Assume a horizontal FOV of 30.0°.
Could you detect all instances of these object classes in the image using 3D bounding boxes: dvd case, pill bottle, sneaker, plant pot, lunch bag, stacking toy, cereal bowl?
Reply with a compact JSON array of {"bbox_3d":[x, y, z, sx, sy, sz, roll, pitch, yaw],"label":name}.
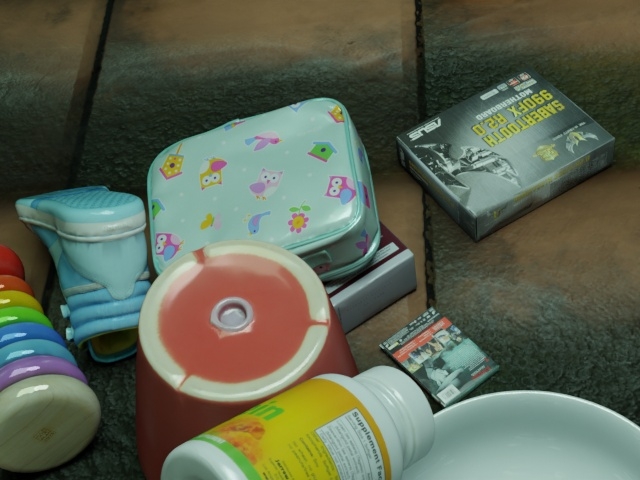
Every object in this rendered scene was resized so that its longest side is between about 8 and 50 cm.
[{"bbox_3d":[0.141,0.139,1.428,0.087,0.013,0.119,-34,53,-20],"label":"dvd case"},{"bbox_3d":[-0.012,0.204,1.096,0.245,0.136,0.136,-22,47,-40],"label":"pill bottle"},{"bbox_3d":[-0.297,0.041,1.510,0.127,0.208,0.319,-11,11,-21],"label":"sneaker"},{"bbox_3d":[-0.082,0.144,1.288,0.274,0.243,0.275,-2,54,2],"label":"plant pot"},{"bbox_3d":[-0.073,-0.035,1.450,0.279,0.108,0.224,-17,59,11],"label":"lunch bag"},{"bbox_3d":[-0.373,0.116,1.450,0.141,0.141,0.330,-22,46,-11],"label":"stacking toy"},{"bbox_3d":[0.205,0.324,1.178,0.338,0.141,0.339,-4,49,5],"label":"cereal bowl"}]

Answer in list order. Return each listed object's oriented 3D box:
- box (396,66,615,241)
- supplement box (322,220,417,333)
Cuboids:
[{"bbox_3d":[0.246,-0.120,1.605,0.231,0.056,0.183,-28,51,-15],"label":"box"},{"bbox_3d":[0.000,0.000,1.526,0.130,0.073,0.239,-31,54,-16],"label":"supplement box"}]
